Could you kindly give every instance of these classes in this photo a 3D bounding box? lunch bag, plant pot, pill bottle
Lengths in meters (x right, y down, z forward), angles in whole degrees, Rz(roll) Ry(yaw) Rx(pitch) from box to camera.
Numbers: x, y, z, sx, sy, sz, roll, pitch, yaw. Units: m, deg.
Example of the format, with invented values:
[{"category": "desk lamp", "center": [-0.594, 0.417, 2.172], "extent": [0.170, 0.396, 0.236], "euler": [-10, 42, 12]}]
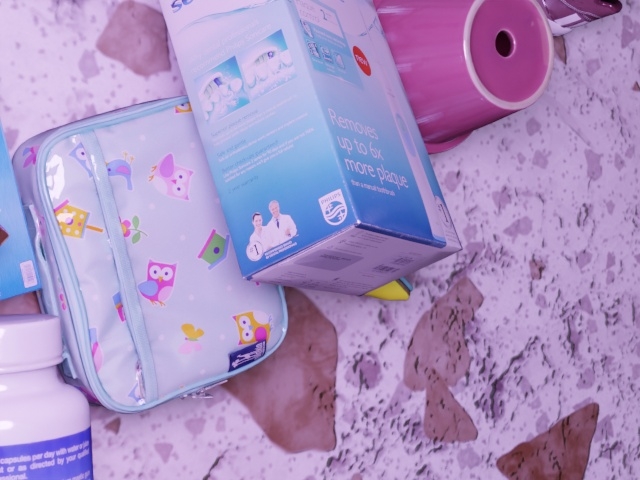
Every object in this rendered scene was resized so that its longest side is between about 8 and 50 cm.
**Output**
[{"category": "lunch bag", "center": [-0.158, 0.017, 1.123], "extent": [0.224, 0.108, 0.279], "euler": [-20, 100, -35]}, {"category": "plant pot", "center": [0.139, -0.193, 1.298], "extent": [0.201, 0.180, 0.201], "euler": [-1, 91, -36]}, {"category": "pill bottle", "center": [-0.265, 0.201, 1.018], "extent": [0.152, 0.152, 0.272], "euler": [-3, 92, -36]}]

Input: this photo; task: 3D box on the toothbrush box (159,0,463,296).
[{"category": "toothbrush box", "center": [-0.009, -0.111, 1.118], "extent": [0.216, 0.126, 0.295], "euler": [14, 54, -59]}]

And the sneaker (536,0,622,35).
[{"category": "sneaker", "center": [0.320, -0.391, 1.441], "extent": [0.106, 0.162, 0.281], "euler": [-10, 96, -36]}]

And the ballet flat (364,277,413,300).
[{"category": "ballet flat", "center": [0.000, 0.000, 1.271], "extent": [0.077, 0.077, 0.231], "euler": [-44, 113, -4]}]

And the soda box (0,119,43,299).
[{"category": "soda box", "center": [-0.304, -0.051, 1.040], "extent": [0.067, 0.071, 0.210], "euler": [-17, 99, -35]}]

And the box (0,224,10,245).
[{"category": "box", "center": [-0.401, 0.039, 0.897], "extent": [0.293, 0.057, 0.201], "euler": [-49, 134, -7]}]
